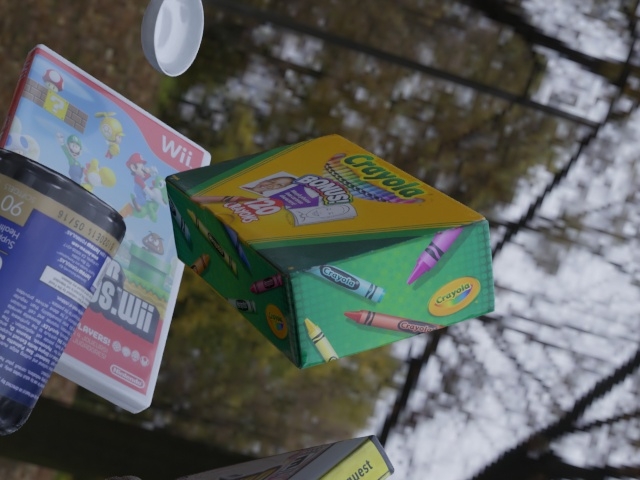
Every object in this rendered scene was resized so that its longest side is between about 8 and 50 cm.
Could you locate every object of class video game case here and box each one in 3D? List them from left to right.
[{"bbox_3d":[-0.207,-0.013,1.403,0.025,0.204,0.285,-29,-141,42],"label":"video game case"},{"bbox_3d":[-0.114,0.230,1.129,0.248,0.035,0.275,-34,-172,-38],"label":"video game case"}]

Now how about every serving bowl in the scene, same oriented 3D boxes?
[{"bbox_3d":[-0.138,-0.191,1.425,0.083,0.027,0.083,-43,140,-52],"label":"serving bowl"}]

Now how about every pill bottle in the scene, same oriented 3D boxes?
[{"bbox_3d":[-0.233,0.055,1.080,0.219,0.123,0.123,-63,-169,-10],"label":"pill bottle"}]

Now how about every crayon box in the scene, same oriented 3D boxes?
[{"bbox_3d":[0.000,0.000,1.270,0.278,0.165,0.081,-145,-136,-60],"label":"crayon box"}]

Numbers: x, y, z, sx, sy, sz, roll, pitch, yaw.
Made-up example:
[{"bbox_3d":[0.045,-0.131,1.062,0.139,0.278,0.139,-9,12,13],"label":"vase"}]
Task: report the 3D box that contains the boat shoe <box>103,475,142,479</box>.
[{"bbox_3d":[-0.222,0.386,1.505,0.132,0.130,0.355,106,-13,-55],"label":"boat shoe"}]
